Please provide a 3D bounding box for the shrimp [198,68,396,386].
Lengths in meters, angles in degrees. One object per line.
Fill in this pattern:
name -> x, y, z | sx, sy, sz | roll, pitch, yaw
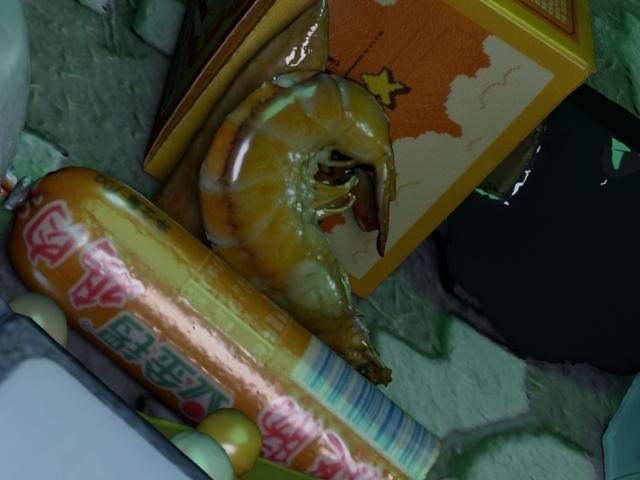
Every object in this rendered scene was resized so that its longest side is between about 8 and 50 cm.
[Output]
shrimp -> 0.000, 0.000, 1.114 | 0.150, 0.249, 0.068 | -35, 40, -23

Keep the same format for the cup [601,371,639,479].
cup -> 0.336, 0.191, 1.313 | 0.235, 0.134, 0.148 | 25, 3, -16

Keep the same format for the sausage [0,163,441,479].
sausage -> -0.073, 0.057, 1.044 | 0.312, 0.093, 0.093 | 40, 33, -7

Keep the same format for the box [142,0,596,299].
box -> 0.034, -0.165, 1.257 | 0.214, 0.259, 0.283 | 33, 34, -18

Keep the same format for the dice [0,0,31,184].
dice -> -0.275, -0.089, 0.894 | 0.192, 0.193, 0.194 | 12, 43, -38

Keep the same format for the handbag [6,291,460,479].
handbag -> -0.011, 0.170, 0.825 | 0.401, 0.133, 0.283 | 27, 4, -31

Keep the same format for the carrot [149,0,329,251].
carrot -> -0.043, -0.071, 1.123 | 0.072, 0.205, 0.072 | 26, 25, -13

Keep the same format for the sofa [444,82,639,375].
sofa -> 0.188, -0.023, 1.398 | 0.258, 0.182, 0.200 | 28, 18, -24

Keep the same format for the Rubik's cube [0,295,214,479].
Rubik's cube -> -0.193, 0.227, 0.475 | 0.362, 0.359, 0.363 | 42, 33, 1
